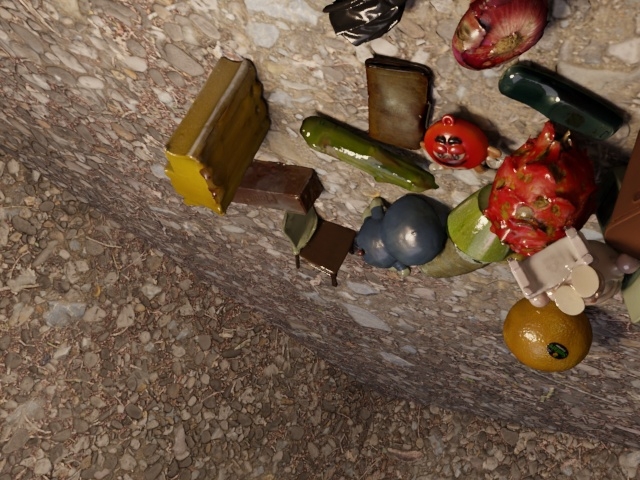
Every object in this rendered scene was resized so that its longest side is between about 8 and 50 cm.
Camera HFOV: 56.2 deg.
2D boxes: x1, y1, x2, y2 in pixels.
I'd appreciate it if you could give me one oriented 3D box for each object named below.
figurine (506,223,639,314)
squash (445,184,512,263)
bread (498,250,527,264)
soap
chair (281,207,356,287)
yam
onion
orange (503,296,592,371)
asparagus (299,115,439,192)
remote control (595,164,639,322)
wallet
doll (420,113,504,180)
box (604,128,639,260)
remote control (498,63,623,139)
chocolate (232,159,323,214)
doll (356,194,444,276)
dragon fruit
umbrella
[{"bbox_3d":[0.449,0.060,1.064,0.144,0.182,0.256,47,-160,31],"label":"figurine"},{"bbox_3d":[0.382,-0.042,1.358,0.170,0.170,0.123,25,146,0],"label":"squash"},{"bbox_3d":[0.505,0.046,1.583,0.049,0.034,0.088,19,166,-28],"label":"bread"},{"bbox_3d":[-0.231,-0.236,1.378,0.142,0.281,0.259,22,157,13],"label":"soap"},{"bbox_3d":[0.000,0.000,1.845,0.186,0.160,0.319,25,159,14],"label":"chair"},{"bbox_3d":[0.356,0.030,1.591,0.133,0.133,0.330,28,161,-8],"label":"yam"},{"bbox_3d":[0.255,-0.341,0.903,0.149,0.140,0.150,-19,156,-9],"label":"onion"},{"bbox_3d":[0.635,0.258,1.686,0.236,0.237,0.236,21,158,9],"label":"orange"},{"bbox_3d":[0.113,-0.191,1.376,0.342,0.082,0.085,25,163,4],"label":"asparagus"},{"bbox_3d":[0.559,0.004,1.092,0.038,0.286,0.123,-1,147,3],"label":"remote control"},{"bbox_3d":[0.159,-0.272,1.230,0.137,0.031,0.255,16,158,12],"label":"wallet"},{"bbox_3d":[0.289,-0.182,1.233,0.183,0.085,0.217,12,162,21],"label":"doll"},{"bbox_3d":[0.661,-0.064,0.916,0.339,0.230,0.239,26,158,-4],"label":"box"},{"bbox_3d":[0.412,-0.236,1.032,0.221,0.042,0.072,25,156,-2],"label":"remote control"},{"bbox_3d":[-0.161,-0.156,1.711,0.320,0.112,0.112,13,152,27],"label":"chocolate"},{"bbox_3d":[0.209,-0.017,1.575,0.258,0.154,0.228,-23,90,43],"label":"doll"},{"bbox_3d":[0.424,-0.098,1.141,0.209,0.205,0.268,5,118,1],"label":"dragon fruit"},{"bbox_3d":[0.132,-0.403,0.895,0.118,0.118,0.340,34,150,-22],"label":"umbrella"}]
